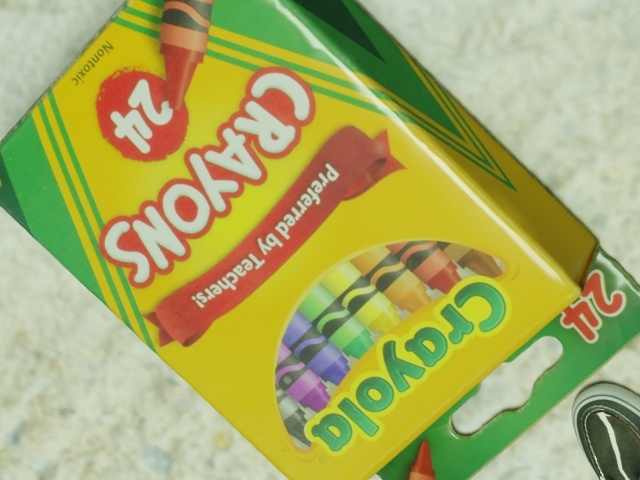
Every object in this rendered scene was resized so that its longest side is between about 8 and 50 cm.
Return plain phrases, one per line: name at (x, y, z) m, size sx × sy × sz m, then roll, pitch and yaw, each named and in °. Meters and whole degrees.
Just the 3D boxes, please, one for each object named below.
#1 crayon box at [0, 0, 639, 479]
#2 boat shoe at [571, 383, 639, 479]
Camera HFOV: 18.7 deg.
crayon box at (0.000, 0.000, 1.030) m, size 0.318 × 0.081 × 0.202 m, roll 43°, pitch 115°, yaw -4°
boat shoe at (0.182, 0.142, 1.054) m, size 0.049 × 0.040 × 0.142 m, roll -30°, pitch 100°, yaw 24°
